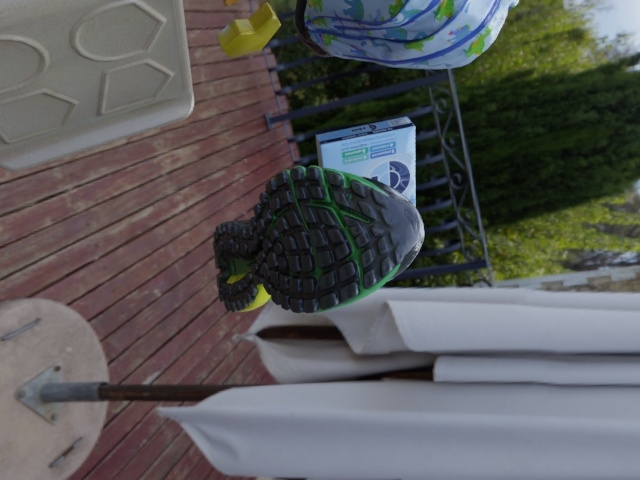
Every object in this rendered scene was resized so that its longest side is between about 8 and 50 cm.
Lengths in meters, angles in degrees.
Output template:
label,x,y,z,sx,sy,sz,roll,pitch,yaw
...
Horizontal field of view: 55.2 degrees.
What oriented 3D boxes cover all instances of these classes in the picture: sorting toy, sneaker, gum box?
label,x,y,z,sx,sy,sz,roll,pitch,yaw
sorting toy,-0.180,-0.173,0.555,0.229,0.307,0.041,108,-41,-69
sneaker,0.000,0.000,0.646,0.146,0.343,0.134,-8,88,-28
gum box,0.080,-0.104,1.028,0.041,0.157,0.184,-112,-169,-52

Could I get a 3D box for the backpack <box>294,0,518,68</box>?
label,x,y,z,sx,sy,sz,roll,pitch,yaw
backpack,0.133,-0.402,0.948,0.273,0.355,0.290,16,105,-58
